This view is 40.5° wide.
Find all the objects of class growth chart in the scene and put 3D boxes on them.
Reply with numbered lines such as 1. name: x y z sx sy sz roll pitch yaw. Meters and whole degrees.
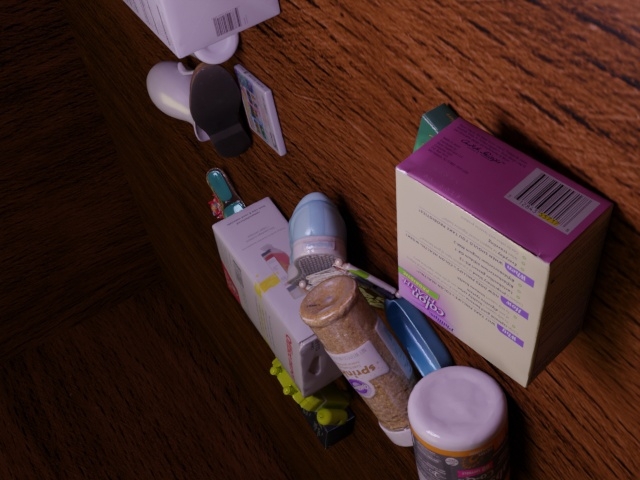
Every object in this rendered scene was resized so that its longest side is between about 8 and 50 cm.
1. growth chart: 0.061 0.094 1.653 0.172 0.021 0.237 26 159 -14

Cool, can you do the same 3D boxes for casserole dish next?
1. casserole dish: 0.180 0.179 1.564 0.188 0.037 0.114 57 163 17

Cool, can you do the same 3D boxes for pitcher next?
1. pitcher: -0.319 -0.363 2.074 0.207 0.125 0.178 42 135 25

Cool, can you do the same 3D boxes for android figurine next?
1. android figurine: -0.027 0.358 2.176 0.248 0.056 0.273 52 -163 28

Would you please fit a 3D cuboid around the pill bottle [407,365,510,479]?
1. pill bottle: 0.238 0.354 1.456 0.162 0.162 0.278 45 156 45

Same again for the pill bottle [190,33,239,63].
1. pill bottle: -0.244 -0.422 1.753 0.184 0.103 0.103 38 151 54

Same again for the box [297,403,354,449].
1. box: 0.013 0.472 2.409 0.158 0.093 0.156 55 162 25

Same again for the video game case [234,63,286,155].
1. video game case: -0.124 -0.269 1.788 0.143 0.019 0.157 46 157 44

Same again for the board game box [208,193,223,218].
1. board game box: -0.299 -0.102 2.533 0.133 0.033 0.169 42 155 48

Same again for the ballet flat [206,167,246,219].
1. ballet flat: -0.239 -0.104 2.330 0.067 0.073 0.206 -65 -47 -77

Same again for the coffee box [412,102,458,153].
1. coffee box: 0.171 -0.087 1.168 0.113 0.040 0.184 53 161 22

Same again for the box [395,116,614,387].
1. box: 0.206 0.016 1.029 0.213 0.117 0.243 36 151 31

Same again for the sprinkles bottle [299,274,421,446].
1. sprinkles bottle: 0.098 0.226 1.605 0.355 0.121 0.121 55 168 -27

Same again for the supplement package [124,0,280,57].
1. supplement package: -0.229 -0.478 1.456 0.263 0.199 0.198 47 158 40

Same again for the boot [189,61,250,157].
1. boot: -0.230 -0.304 1.877 0.305 0.112 0.115 79 171 -64

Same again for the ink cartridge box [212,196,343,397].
1. ink cartridge box: -0.078 0.135 2.035 0.385 0.160 0.279 52 161 30

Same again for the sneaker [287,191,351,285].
1. sneaker: 0.000 0.000 1.724 0.366 0.135 0.150 113 158 -75
